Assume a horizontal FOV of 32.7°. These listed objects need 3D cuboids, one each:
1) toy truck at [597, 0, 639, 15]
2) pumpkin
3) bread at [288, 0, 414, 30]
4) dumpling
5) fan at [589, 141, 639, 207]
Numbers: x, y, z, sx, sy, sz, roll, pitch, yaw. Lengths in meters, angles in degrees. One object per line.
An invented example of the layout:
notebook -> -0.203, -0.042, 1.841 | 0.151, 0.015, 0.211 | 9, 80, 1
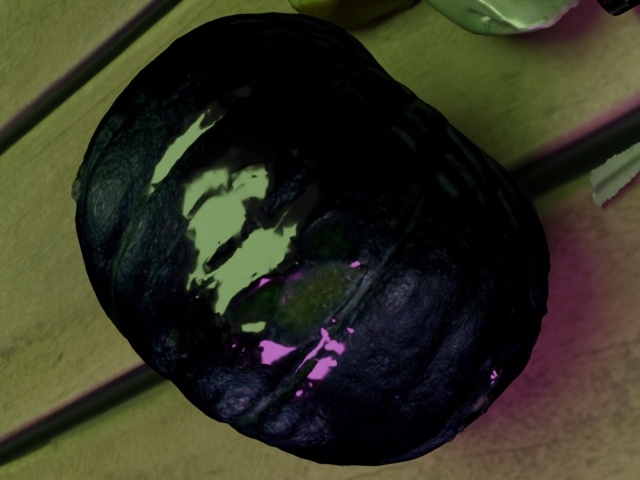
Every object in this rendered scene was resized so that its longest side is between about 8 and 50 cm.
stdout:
toy truck -> 0.185, -0.262, 0.732 | 0.127, 0.257, 0.127 | -24, 63, 41
pumpkin -> 0.000, 0.000, 0.805 | 0.266, 0.363, 0.363 | -53, 49, 8
bread -> 0.018, -0.242, 1.009 | 0.110, 0.103, 0.156 | -57, 47, 27
dumpling -> 0.138, -0.244, 0.888 | 0.151, 0.124, 0.229 | -35, 57, -11
fan -> 0.324, -0.135, 0.701 | 0.414, 0.012, 0.233 | -38, 43, 47
